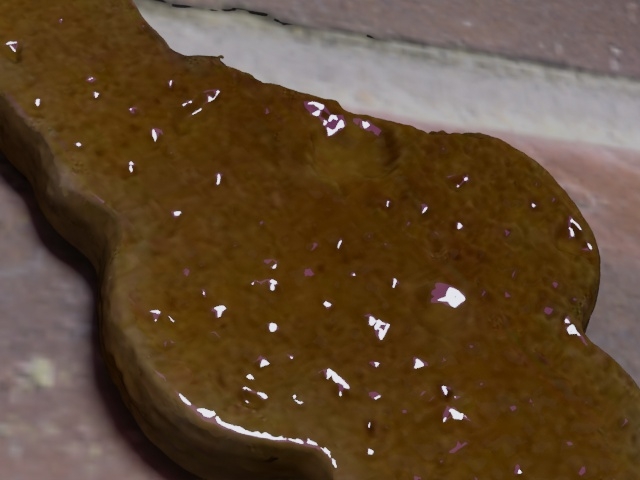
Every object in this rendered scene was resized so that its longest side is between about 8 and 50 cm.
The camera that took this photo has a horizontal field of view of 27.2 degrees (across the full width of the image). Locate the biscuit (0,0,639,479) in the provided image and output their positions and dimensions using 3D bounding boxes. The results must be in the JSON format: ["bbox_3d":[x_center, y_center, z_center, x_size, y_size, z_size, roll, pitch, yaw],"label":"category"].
[{"bbox_3d":[-0.008,0.004,0.475,0.319,0.047,0.183,35,50,7],"label":"biscuit"}]
